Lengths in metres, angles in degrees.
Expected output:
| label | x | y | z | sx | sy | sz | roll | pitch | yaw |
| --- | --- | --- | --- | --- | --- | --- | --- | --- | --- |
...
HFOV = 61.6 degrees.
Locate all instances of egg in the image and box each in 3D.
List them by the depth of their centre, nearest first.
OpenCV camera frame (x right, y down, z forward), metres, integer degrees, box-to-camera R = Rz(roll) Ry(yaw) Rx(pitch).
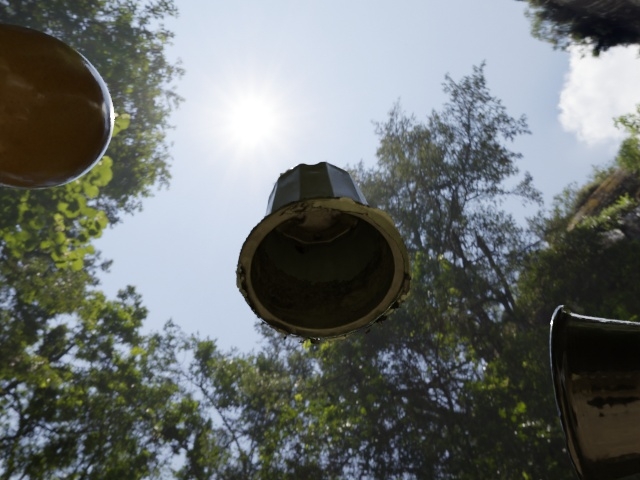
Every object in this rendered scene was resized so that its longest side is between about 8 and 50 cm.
| label | x | y | z | sx | sy | sz | roll | pitch | yaw |
| --- | --- | --- | --- | --- | --- | --- | --- | --- | --- |
| egg | -0.470 | -0.204 | 0.833 | 0.249 | 0.322 | 0.250 | 1 | -84 | 9 |

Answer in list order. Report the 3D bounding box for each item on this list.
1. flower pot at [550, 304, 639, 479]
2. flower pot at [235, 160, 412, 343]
| label | x | y | z | sx | sy | sz | roll | pitch | yaw |
| --- | --- | --- | --- | --- | --- | --- | --- | --- | --- |
| flower pot | 0.386 | 0.184 | 0.654 | 0.148 | 0.235 | 0.235 | -16 | -73 | 34 |
| flower pot | 0.000 | 0.000 | 0.953 | 0.290 | 0.259 | 0.291 | -2 | -59 | -3 |
